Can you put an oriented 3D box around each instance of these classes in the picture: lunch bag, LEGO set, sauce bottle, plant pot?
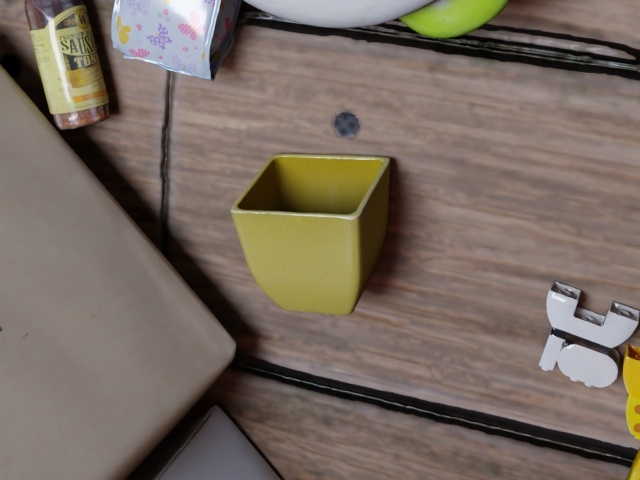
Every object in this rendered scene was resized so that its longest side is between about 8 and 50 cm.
[{"bbox_3d":[-0.089,-0.149,0.651,0.071,0.053,0.083,17,103,11],"label":"lunch bag"},{"bbox_3d":[0.226,0.116,0.611,0.227,0.087,0.093,20,113,13],"label":"LEGO set"},{"bbox_3d":[-0.173,-0.139,0.688,0.042,0.042,0.128,-5,108,21],"label":"sauce bottle"},{"bbox_3d":[0.000,0.000,0.658,0.081,0.081,0.083,3,121,19],"label":"plant pot"}]

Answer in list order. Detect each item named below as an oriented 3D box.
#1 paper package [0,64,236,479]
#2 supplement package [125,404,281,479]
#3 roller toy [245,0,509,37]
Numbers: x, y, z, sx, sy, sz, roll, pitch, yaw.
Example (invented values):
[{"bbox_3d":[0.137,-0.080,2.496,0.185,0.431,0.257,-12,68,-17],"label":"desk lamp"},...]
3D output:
[{"bbox_3d":[-0.264,0.069,0.622,0.309,0.325,0.168,51,130,-4],"label":"paper package"},{"bbox_3d":[-0.101,0.275,0.683,0.145,0.262,0.204,-37,94,27],"label":"supplement package"},{"bbox_3d":[0.018,-0.221,0.535,0.191,0.146,0.209,8,120,10],"label":"roller toy"}]
